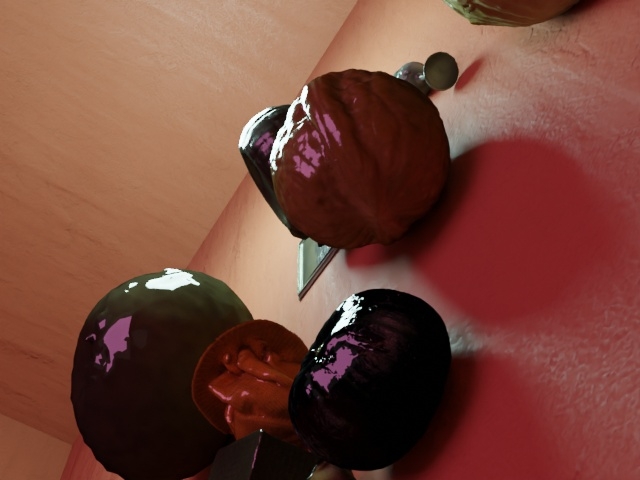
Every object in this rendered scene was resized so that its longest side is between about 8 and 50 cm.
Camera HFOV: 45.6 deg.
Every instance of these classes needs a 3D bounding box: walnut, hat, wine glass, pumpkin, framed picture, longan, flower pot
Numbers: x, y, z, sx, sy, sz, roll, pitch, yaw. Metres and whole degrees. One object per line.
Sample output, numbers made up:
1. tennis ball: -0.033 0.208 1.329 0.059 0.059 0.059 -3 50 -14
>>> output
1. walnut: 0.065 -0.131 1.272 0.332 0.333 0.332 -53 17 24
2. hat: -0.061 0.290 1.212 0.233 0.234 0.244 43 117 47
3. wine glass: 0.206 -0.333 1.560 0.079 0.079 0.195 -62 17 -6
4. pumpkin: 0.063 0.169 0.946 0.233 0.163 0.233 -56 5 7
5. framed picture: 0.000 0.000 1.721 0.197 0.014 0.252 -54 17 21
6. longan: -0.326 0.266 1.583 0.404 0.404 0.435 -43 19 46
7. flower pot: -0.017 -0.145 1.562 0.213 0.301 0.302 -33 13 -8

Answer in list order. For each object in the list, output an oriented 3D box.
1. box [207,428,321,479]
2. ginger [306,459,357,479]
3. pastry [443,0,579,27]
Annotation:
1. box: -0.088 0.413 1.021 0.184 0.143 0.273 -40 26 51
2. ginger: 0.034 0.330 0.912 0.123 0.115 0.193 -26 24 27
3. pastry: 0.306 -0.535 1.186 0.388 0.313 0.388 -58 13 23
